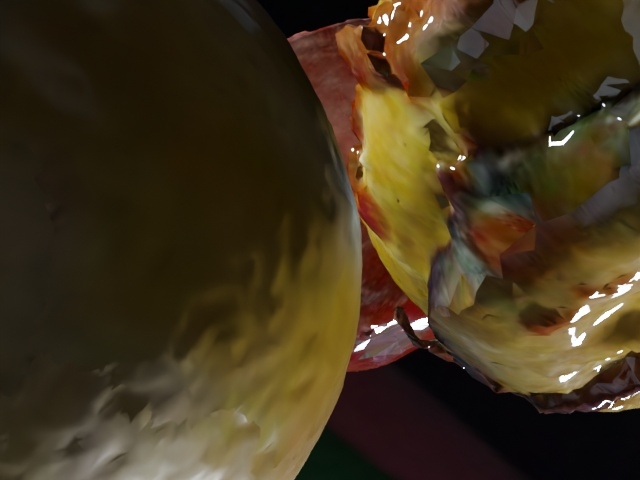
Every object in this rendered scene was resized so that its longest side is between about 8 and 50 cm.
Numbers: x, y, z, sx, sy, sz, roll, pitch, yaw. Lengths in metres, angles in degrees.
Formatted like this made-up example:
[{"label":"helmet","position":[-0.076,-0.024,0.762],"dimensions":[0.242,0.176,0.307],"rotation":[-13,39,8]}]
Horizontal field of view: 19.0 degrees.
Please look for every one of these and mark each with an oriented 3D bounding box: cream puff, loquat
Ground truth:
[{"label":"cream puff","position":[0.119,-0.046,0.527],"dimensions":[0.240,0.240,0.164],"rotation":[132,-52,-60]},{"label":"loquat","position":[-0.088,-0.002,0.402],"dimensions":[0.179,0.179,0.227],"rotation":[18,-1,28]}]

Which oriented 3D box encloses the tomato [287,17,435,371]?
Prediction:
[{"label":"tomato","position":[0.000,0.000,0.653],"dimensions":[0.159,0.091,0.139],"rotation":[-16,-27,0]}]
